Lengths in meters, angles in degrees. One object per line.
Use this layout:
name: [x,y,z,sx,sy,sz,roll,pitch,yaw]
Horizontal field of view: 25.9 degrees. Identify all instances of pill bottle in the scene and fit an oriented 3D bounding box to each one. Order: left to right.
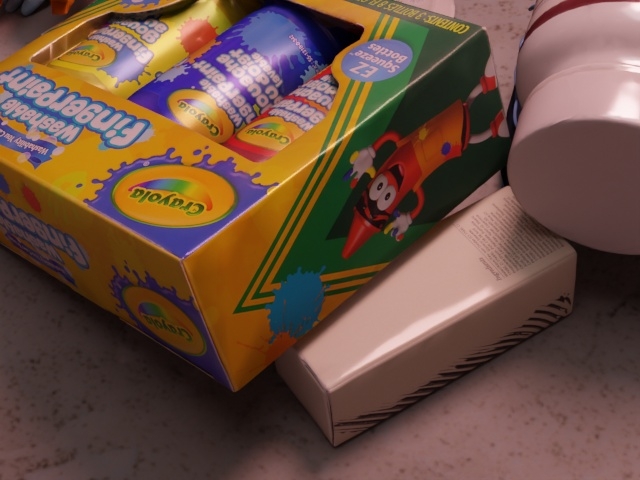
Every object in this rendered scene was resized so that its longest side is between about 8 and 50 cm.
pill bottle: [0.310,-0.197,1.292,0.224,0.224,0.392,12,58,15]

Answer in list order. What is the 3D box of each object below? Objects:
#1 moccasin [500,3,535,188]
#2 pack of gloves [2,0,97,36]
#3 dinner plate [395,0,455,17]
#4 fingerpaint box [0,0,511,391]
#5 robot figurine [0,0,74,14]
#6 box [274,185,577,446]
moccasin: [0.272,-0.183,1.469,0.137,0.117,0.342,7,50,11]
pack of gloves: [-0.266,-0.329,1.695,0.195,0.046,0.232,34,60,29]
dinner plate: [0.087,-0.274,1.634,0.141,0.017,0.141,-2,49,2]
fingerpaint box: [-0.109,-0.102,1.340,0.371,0.163,0.444,-38,42,-25]
robot figurine: [-0.307,-0.381,1.685,0.211,0.085,0.291,3,42,24]
box: [0.096,0.066,1.285,0.275,0.094,0.113,-26,51,-16]
